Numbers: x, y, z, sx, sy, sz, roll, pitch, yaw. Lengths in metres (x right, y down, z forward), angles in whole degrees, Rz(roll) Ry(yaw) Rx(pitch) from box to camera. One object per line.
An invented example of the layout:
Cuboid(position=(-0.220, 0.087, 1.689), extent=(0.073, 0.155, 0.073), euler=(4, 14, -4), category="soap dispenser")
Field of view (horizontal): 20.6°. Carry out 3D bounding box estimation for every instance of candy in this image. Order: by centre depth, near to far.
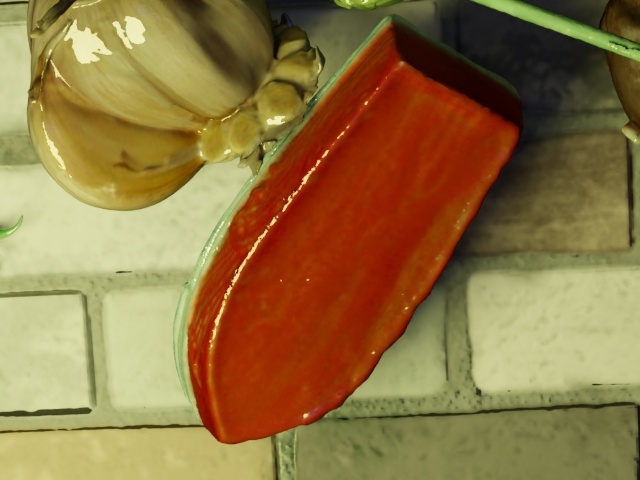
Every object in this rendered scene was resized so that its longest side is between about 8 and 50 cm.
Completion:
Cuboid(position=(0.117, -0.155, 1.140), extent=(0.335, 0.093, 0.092), euler=(28, 62, 33), category="candy")

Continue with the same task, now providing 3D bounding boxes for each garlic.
Cuboid(position=(-0.096, -0.118, 1.142), extent=(0.207, 0.256, 0.207), euler=(0, 94, -3), category="garlic")

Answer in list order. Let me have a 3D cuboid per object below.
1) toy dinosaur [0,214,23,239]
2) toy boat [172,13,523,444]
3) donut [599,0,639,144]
Cuboid(position=(-0.257, -0.001, 1.279), extent=(0.062, 0.021, 0.083), euler=(38, 98, 10), category="toy dinosaur")
Cuboid(position=(0.000, 0.000, 1.224), extent=(0.145, 0.133, 0.332), euler=(28, 109, -20), category="toy boat")
Cuboid(position=(0.360, -0.132, 1.126), extent=(0.345, 0.259, 0.136), euler=(-6, 89, 1), category="donut")
